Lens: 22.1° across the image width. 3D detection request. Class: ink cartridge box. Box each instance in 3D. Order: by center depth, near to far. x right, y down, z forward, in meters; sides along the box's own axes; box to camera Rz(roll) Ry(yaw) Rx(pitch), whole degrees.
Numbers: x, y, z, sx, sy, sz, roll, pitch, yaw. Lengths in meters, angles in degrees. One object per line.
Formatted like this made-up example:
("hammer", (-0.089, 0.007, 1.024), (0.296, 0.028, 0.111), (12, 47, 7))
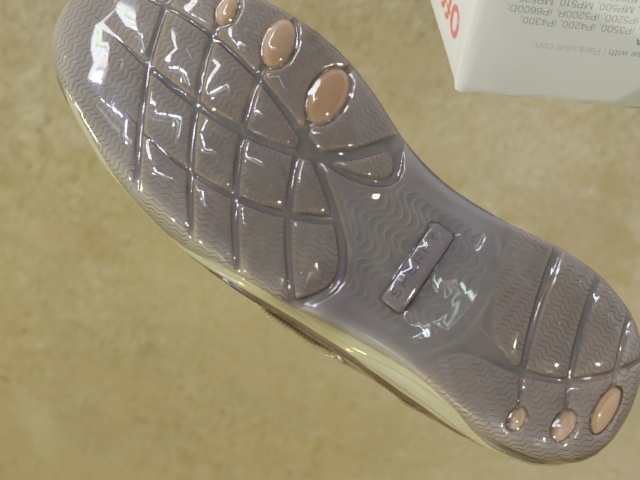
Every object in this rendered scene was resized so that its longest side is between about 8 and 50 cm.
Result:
("ink cartridge box", (0.182, -0.321, 1.116), (0.160, 0.279, 0.385), (4, 128, -9))

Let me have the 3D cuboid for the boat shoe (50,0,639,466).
("boat shoe", (0.000, 0.000, 0.864), (0.355, 0.132, 0.130), (41, 161, -1))
